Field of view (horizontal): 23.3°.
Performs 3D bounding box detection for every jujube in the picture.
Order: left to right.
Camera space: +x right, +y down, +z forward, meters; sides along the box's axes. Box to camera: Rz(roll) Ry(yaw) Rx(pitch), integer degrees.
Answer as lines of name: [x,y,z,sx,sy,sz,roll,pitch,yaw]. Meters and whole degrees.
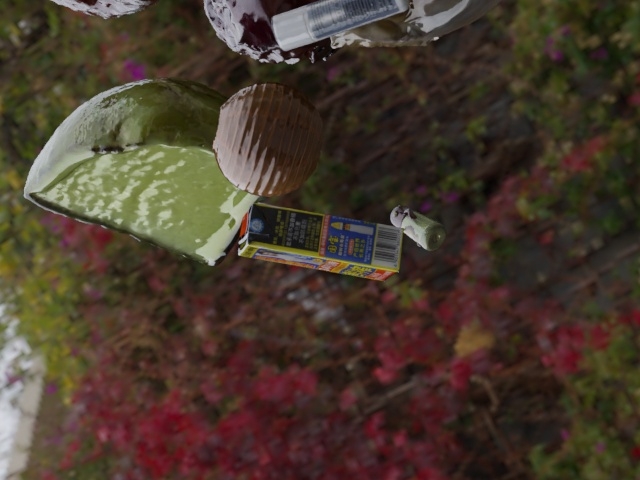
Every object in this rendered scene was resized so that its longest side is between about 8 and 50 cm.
jujube: [-0.063,-0.383,2.279,0.258,0.258,0.376,50,175,-21]

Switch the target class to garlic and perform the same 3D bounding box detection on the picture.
garlic: [0.123,-0.394,2.001,0.132,0.279,0.325,-49,-30,-76]

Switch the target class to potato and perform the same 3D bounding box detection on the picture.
potato: [-0.205,-0.143,2.140,0.330,0.280,0.213,19,-123,-31]

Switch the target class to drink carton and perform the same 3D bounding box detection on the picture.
drink carton: [0.000,0.000,1.648,0.165,0.071,0.056,11,-105,-10]

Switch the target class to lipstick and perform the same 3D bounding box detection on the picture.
lipstick: [0.021,-0.233,1.590,0.040,0.141,0.040,-16,-90,-74]

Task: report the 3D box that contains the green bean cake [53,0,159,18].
green bean cake: [-0.318,-0.387,2.169,0.198,0.232,0.097,23,-105,-35]

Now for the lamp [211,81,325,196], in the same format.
lamp: [-0.060,-0.117,1.812,0.136,0.136,0.136,43,-149,-33]

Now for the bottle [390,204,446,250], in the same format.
bottle: [0.149,-0.021,2.439,0.047,0.063,0.101,-16,-145,-36]
